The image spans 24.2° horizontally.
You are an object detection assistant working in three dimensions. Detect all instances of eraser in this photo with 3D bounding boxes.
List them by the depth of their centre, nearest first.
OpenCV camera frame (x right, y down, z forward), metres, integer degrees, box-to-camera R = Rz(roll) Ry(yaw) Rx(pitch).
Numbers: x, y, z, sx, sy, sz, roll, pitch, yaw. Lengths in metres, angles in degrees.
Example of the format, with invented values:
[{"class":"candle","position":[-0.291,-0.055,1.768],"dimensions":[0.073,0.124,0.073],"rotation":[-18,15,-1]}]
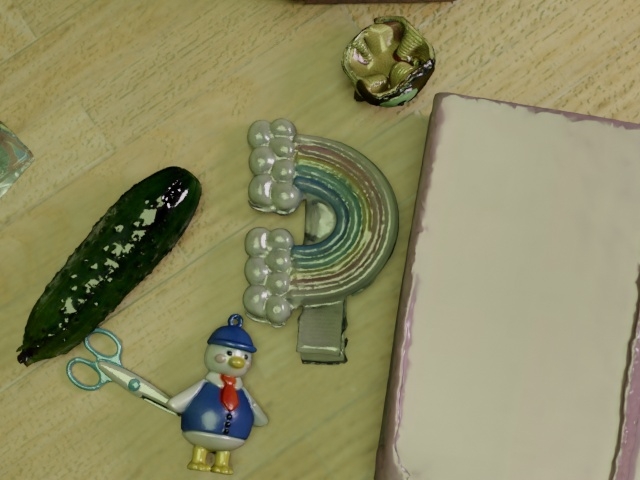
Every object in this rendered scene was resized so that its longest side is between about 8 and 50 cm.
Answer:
[{"class":"eraser","position":[0.198,0.073,1.292],"dimensions":[0.272,0.122,0.359],"rotation":[11,86,1]}]

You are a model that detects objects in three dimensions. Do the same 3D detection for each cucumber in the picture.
[{"class":"cucumber","position":[-0.191,0.024,1.327],"dimensions":[0.069,0.069,0.227],"rotation":[41,91,3]}]

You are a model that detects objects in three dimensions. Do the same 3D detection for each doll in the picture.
[{"class":"doll","position":[-0.087,0.135,1.323],"dimensions":[0.098,0.057,0.143],"rotation":[16,79,-25]}]

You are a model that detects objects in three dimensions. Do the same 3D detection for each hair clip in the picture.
[{"class":"hair clip","position":[0.000,0.000,1.338],"dimensions":[0.140,0.054,0.220],"rotation":[1,82,7]}]

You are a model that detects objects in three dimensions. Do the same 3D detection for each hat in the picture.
[{"class":"hat","position":[0.062,-0.155,1.340],"dimensions":[0.077,0.059,0.076],"rotation":[-40,71,-7]}]

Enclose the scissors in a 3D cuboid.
[{"class":"scissors","position":[-0.169,0.127,1.342],"dimensions":[0.119,0.014,0.058],"rotation":[29,88,6]}]

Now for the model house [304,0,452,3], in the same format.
[{"class":"model house","position":[0.015,-0.332,1.298],"dimensions":[0.326,0.169,0.244],"rotation":[32,89,1]}]

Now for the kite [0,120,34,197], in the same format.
[{"class":"kite","position":[-0.399,-0.133,1.360],"dimensions":[0.152,0.015,0.285],"rotation":[-37,87,-3]}]
